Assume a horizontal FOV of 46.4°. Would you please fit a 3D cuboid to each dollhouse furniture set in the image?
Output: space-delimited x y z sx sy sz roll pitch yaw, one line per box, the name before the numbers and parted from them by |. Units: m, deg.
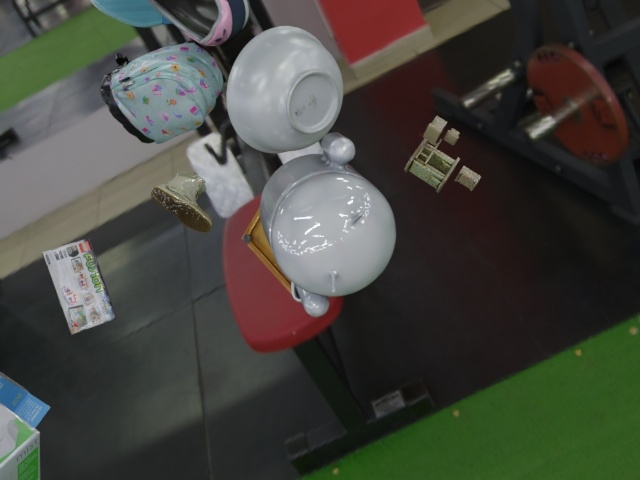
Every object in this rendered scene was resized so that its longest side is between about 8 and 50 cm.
dollhouse furniture set | 0.331 -0.201 1.928 0.181 0.161 0.101 33 61 7

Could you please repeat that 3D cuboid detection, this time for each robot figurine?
robot figurine | 0.007 -0.029 1.242 0.199 0.300 0.353 3 15 -12

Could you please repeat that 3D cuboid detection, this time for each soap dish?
soap dish | -0.054 0.000 1.877 0.291 0.118 0.229 46 118 24

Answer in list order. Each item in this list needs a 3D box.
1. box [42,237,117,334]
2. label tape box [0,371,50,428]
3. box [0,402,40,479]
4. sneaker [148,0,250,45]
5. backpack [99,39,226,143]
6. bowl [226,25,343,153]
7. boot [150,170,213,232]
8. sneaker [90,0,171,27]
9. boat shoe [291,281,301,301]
box | -0.577 0.109 1.789 0.114 0.207 0.036 -19 1 -22
label tape box | -0.862 0.401 1.775 0.333 0.106 0.241 31 71 7
box | -0.684 0.484 1.444 0.126 0.231 0.262 31 41 13
sneaker | -0.237 -0.399 1.044 0.112 0.319 0.131 -45 15 28
backpack | -0.235 -0.225 1.153 0.181 0.152 0.115 -15 48 32
bowl | -0.052 -0.325 1.682 0.298 0.298 0.134 -42 40 -17
boot | -0.389 -0.124 2.284 0.165 0.213 0.077 -47 -11 -54
sneaker | -0.378 -0.540 1.655 0.318 0.127 0.208 -2 19 -32
boat shoe | 0.000 0.000 1.465 0.095 0.258 0.084 11 7 23
